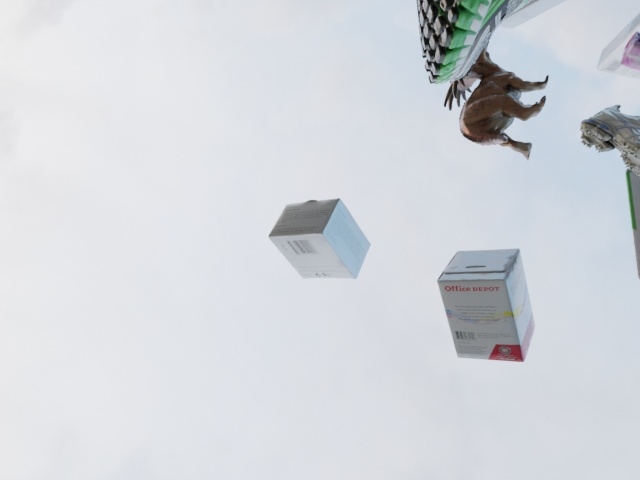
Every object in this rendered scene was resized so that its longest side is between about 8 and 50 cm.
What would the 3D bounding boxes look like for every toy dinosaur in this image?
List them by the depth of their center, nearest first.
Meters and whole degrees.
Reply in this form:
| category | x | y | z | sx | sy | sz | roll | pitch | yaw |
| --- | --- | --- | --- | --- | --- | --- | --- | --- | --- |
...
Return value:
| category | x | y | z | sx | sy | sz | roll | pitch | yaw |
| --- | --- | --- | --- | --- | --- | --- | --- | --- | --- |
| toy dinosaur | 0.319 | -0.261 | 0.933 | 0.200 | 0.127 | 0.296 | 12 | -125 | 17 |

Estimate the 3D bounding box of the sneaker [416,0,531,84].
| category | x | y | z | sx | sy | sz | roll | pitch | yaw |
| --- | --- | --- | --- | --- | --- | --- | --- | --- | --- |
| sneaker | 0.182 | -0.254 | 0.428 | 0.146 | 0.343 | 0.134 | -2 | -103 | -9 |

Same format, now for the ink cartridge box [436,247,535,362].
| category | x | y | z | sx | sy | sz | roll | pitch | yaw |
| --- | --- | --- | --- | --- | --- | --- | --- | --- | --- |
| ink cartridge box | 0.318 | 0.119 | 0.914 | 0.128 | 0.127 | 0.176 | -4 | -66 | 37 |

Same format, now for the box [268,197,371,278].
| category | x | y | z | sx | sy | sz | roll | pitch | yaw |
| --- | --- | --- | --- | --- | --- | --- | --- | --- | --- |
| box | 0.000 | 0.000 | 1.218 | 0.181 | 0.182 | 0.119 | -3 | -132 | 39 |

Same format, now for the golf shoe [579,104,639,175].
| category | x | y | z | sx | sy | sz | roll | pitch | yaw |
| --- | --- | --- | --- | --- | --- | --- | --- | --- | --- |
| golf shoe | 0.499 | -0.158 | 0.748 | 0.086 | 0.069 | 0.176 | -39 | -126 | 2 |

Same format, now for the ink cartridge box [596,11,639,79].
| category | x | y | z | sx | sy | sz | roll | pitch | yaw |
| --- | --- | --- | --- | --- | --- | --- | --- | --- | --- |
| ink cartridge box | 0.835 | -0.452 | 1.142 | 0.238 | 0.275 | 0.060 | 17 | -88 | 10 |

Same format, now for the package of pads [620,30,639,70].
| category | x | y | z | sx | sy | sz | roll | pitch | yaw |
| --- | --- | --- | --- | --- | --- | --- | --- | --- | --- |
| package of pads | 0.406 | -0.217 | 0.570 | 0.083 | 0.032 | 0.050 | 25 | -131 | 14 |

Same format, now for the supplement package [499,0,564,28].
| category | x | y | z | sx | sy | sz | roll | pitch | yaw |
| --- | --- | --- | --- | --- | --- | --- | --- | --- | --- |
| supplement package | 0.509 | -0.607 | 1.164 | 0.179 | 0.105 | 0.105 | -14 | -89 | 50 |

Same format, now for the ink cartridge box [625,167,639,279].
| category | x | y | z | sx | sy | sz | roll | pitch | yaw |
| --- | --- | --- | --- | --- | --- | --- | --- | --- | --- |
| ink cartridge box | 0.686 | -0.067 | 0.930 | 0.121 | 0.289 | 0.211 | -6 | -78 | 40 |
